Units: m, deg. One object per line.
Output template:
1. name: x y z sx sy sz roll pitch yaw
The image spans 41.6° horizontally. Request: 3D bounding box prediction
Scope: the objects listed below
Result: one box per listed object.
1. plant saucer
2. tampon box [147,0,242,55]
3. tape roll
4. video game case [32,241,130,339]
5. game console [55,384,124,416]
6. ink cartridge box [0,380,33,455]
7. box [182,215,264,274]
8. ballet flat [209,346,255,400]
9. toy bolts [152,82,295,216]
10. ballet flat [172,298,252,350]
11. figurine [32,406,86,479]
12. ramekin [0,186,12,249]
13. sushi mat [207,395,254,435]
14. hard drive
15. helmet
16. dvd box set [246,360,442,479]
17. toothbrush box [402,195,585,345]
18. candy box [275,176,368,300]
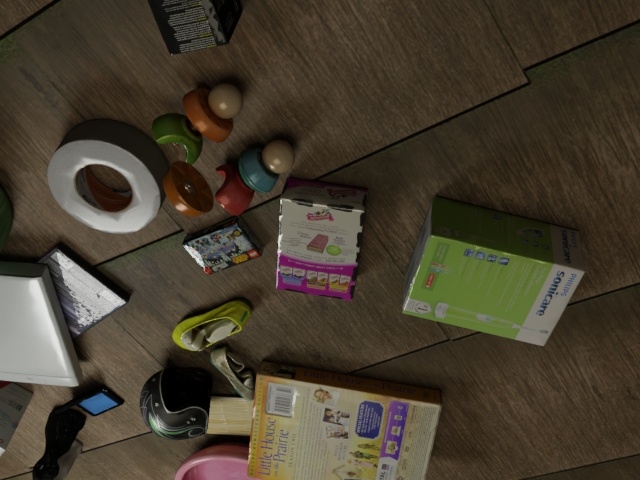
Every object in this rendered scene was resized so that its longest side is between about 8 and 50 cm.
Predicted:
1. plant saucer: -0.208 0.630 2.187 0.332 0.084 0.332 5 130 6
2. tampon box: -0.199 -0.388 1.288 0.101 0.120 0.161 -6 128 15
3. tape roll: -0.397 -0.118 1.592 0.219 0.072 0.219 6 130 7
4. video game case: -0.580 0.130 1.871 0.274 0.026 0.196 -31 118 33
5. game console: -0.570 0.410 2.080 0.122 0.107 0.071 -27 92 29
6. ink cartridge box: -0.822 0.445 2.086 0.128 0.176 0.127 34 128 -17
7. box: -0.195 0.012 1.692 0.137 0.027 0.094 -20 125 25
8. ballet flat: -0.186 0.306 1.925 0.052 0.057 0.168 -28 121 19
9. toy bolts: -0.152 -0.140 1.457 0.158 0.218 0.228 -32 136 25
10. ballet flat: -0.245 0.197 1.827 0.231 0.077 0.077 -27 121 30
11. figurine: -0.681 0.569 2.143 0.092 0.209 0.215 17 131 -3
12. ramekin: -0.770 -0.040 1.679 0.303 0.148 0.303 5 131 6
13. sushi mat: -0.233 0.430 2.063 0.316 0.019 0.151 0 129 11
14. hard drive: -0.686 0.191 1.897 0.233 0.047 0.353 4 130 8
15. helmet: -0.336 0.378 1.947 0.161 0.169 0.169 6 132 -6
16. dvd box set: 0.048 0.450 1.951 0.420 0.062 0.308 8 116 4
17. toothbrush box: 0.315 0.060 1.571 0.283 0.122 0.206 14 131 0
18. candy box: 0.000 0.000 1.615 0.159 0.071 0.233 9 132 4
